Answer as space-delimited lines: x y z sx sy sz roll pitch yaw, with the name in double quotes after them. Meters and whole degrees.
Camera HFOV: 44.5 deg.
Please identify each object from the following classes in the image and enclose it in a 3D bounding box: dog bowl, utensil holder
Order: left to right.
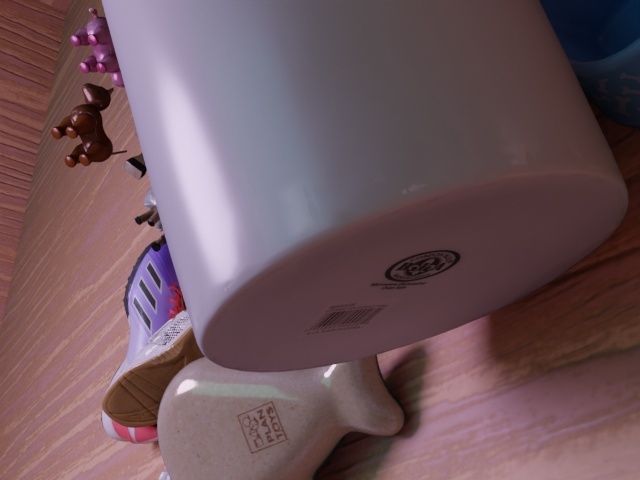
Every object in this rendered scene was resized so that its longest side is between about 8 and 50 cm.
0.010 -0.134 0.600 0.327 0.328 0.385 -42 58 42 "utensil holder"
0.223 -0.217 0.619 0.166 0.074 0.297 -53 35 30 "dog bowl"

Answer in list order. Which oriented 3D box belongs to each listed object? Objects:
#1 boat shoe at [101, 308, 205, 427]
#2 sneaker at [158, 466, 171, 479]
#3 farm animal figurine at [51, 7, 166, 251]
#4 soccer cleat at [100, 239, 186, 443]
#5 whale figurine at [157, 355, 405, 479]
-0.190 0.156 1.085 0.277 0.098 0.096 -39 23 17 "boat shoe"
-0.156 0.270 1.022 0.076 0.065 0.166 4 80 43 "sneaker"
-0.209 -0.184 1.127 0.330 0.326 0.172 -35 8 42 "farm animal figurine"
-0.244 0.151 1.202 0.117 0.109 0.318 -4 68 39 "soccer cleat"
-0.035 0.179 0.800 0.272 0.141 0.216 -29 78 25 "whale figurine"
